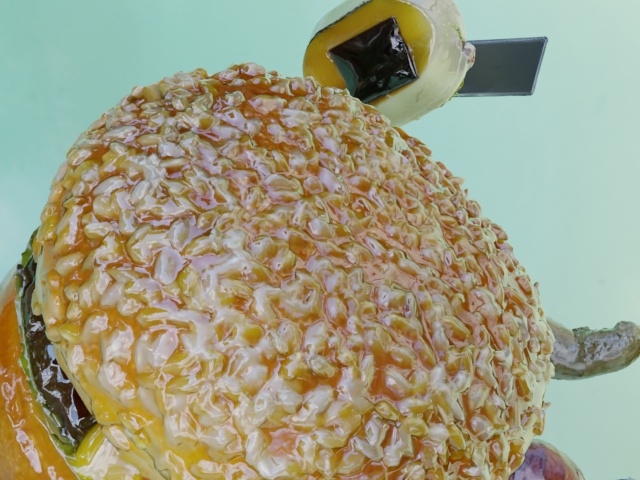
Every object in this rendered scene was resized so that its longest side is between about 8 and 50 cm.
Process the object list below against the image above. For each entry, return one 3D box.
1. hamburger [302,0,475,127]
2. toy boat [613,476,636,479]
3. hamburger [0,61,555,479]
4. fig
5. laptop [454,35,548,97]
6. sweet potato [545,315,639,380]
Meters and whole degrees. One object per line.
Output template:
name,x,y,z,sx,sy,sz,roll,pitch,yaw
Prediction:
hamburger,0.079,-0.223,1.265,0.173,0.210,0.116,60,32,-1
toy boat,0.437,0.408,1.528,0.210,0.291,0.070,-32,90,-43
hamburger,-0.033,0.061,0.635,0.330,0.250,0.330,28,37,-24
fig,0.185,0.261,1.012,0.128,0.128,0.150,38,78,24
laptop,0.330,-0.325,1.934,0.180,0.016,0.129,4,68,36
sweet potato,0.367,0.156,1.590,0.310,0.124,0.098,16,29,-2
